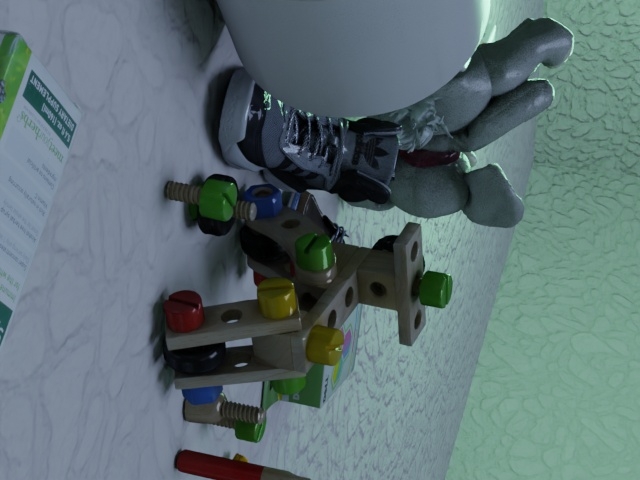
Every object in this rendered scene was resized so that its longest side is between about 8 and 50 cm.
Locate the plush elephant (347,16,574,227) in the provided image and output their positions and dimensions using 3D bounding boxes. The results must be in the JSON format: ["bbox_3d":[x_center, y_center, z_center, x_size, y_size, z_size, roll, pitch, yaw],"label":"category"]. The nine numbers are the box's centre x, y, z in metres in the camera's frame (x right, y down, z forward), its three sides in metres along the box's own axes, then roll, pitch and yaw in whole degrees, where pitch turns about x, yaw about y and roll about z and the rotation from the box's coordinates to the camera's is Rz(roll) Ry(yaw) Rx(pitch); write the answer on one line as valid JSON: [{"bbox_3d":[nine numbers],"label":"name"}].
[{"bbox_3d":[0.160,-0.145,1.540,0.255,0.272,0.330,91,21,-44],"label":"plush elephant"}]

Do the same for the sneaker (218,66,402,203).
[{"bbox_3d":[0.000,-0.103,1.181,0.268,0.153,0.101,31,69,-73],"label":"sneaker"}]

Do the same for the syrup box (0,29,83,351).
[{"bbox_3d":[-0.214,0.011,0.601,0.093,0.096,0.237,62,39,-66],"label":"syrup box"}]

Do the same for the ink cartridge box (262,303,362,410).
[{"bbox_3d":[-0.007,0.142,1.472,0.209,0.062,0.109,-33,132,-69],"label":"ink cartridge box"}]

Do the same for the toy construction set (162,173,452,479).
[{"bbox_3d":[-0.007,0.097,1.121,0.257,0.237,0.309,-23,122,-72],"label":"toy construction set"}]

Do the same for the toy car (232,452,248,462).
[{"bbox_3d":[-0.086,0.301,1.310,0.040,0.060,0.122,-163,-91,-74],"label":"toy car"}]

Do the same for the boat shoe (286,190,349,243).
[{"bbox_3d":[0.000,0.000,1.404,0.183,0.066,0.066,75,29,-56],"label":"boat shoe"}]

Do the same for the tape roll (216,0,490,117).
[{"bbox_3d":[0.022,-0.251,1.003,0.169,0.246,0.246,70,33,-61],"label":"tape roll"}]

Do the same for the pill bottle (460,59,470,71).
[{"bbox_3d":[0.043,-0.221,1.147,0.117,0.215,0.117,9,90,-75],"label":"pill bottle"}]

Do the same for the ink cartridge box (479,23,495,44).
[{"bbox_3d":[0.224,-0.301,1.947,0.181,0.104,0.061,-61,155,-47],"label":"ink cartridge box"}]
